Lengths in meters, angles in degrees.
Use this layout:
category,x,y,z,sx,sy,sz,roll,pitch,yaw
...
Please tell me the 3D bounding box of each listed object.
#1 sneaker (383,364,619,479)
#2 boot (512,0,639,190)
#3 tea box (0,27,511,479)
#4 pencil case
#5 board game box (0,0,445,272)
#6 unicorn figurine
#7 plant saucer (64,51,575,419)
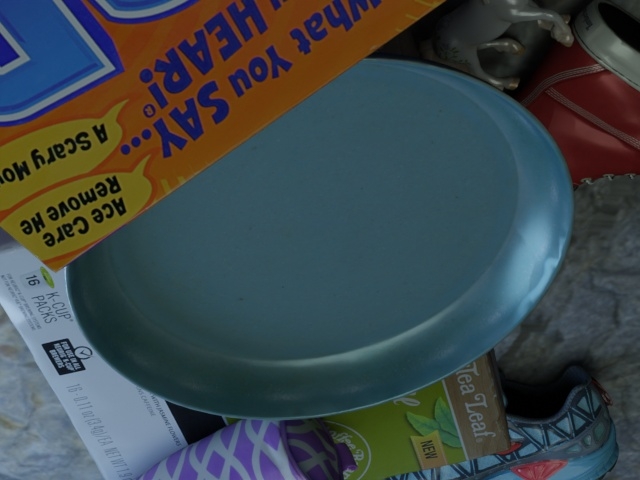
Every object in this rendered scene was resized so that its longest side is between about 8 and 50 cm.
category,x,y,z,sx,sy,sz,roll,pitch,yaw
sneaker,0.152,0.179,1.328,0.262,0.104,0.125,-12,114,0
boot,0.256,-0.066,1.110,0.244,0.088,0.176,29,124,-18
tea box,-0.048,0.019,1.065,0.323,0.220,0.329,-15,131,7
pencil case,-0.076,0.190,1.018,0.206,0.086,0.088,-28,156,21
board game box,-0.102,-0.283,0.669,0.356,0.356,0.356,-33,119,24
unicorn figurine,0.131,-0.172,1.017,0.111,0.060,0.162,24,125,-25
plant saucer,0.000,0.000,0.859,0.318,0.043,0.317,-6,136,-6
